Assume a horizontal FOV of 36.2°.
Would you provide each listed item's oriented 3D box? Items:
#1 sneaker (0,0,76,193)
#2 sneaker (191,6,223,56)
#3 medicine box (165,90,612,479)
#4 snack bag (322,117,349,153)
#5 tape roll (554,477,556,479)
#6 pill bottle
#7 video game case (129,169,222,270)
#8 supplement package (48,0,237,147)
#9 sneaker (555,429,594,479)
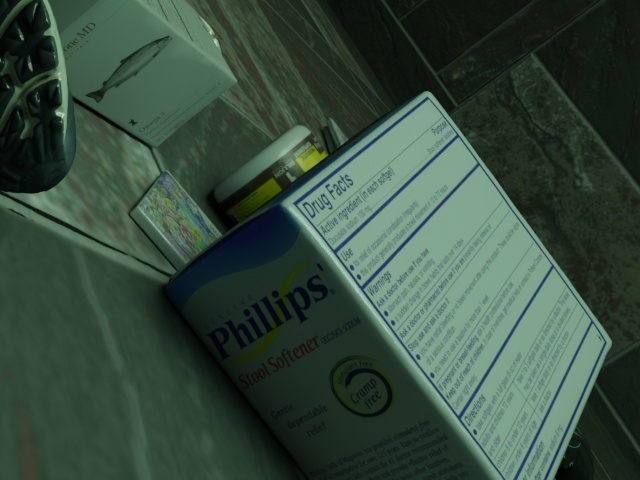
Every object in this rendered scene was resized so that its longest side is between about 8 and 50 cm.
[{"bbox_3d":[-0.212,-0.145,0.625,0.283,0.110,0.122,59,10,20],"label":"sneaker"},{"bbox_3d":[-0.186,-0.229,1.037,0.208,0.081,0.094,54,40,-14],"label":"sneaker"},{"bbox_3d":[0.071,0.063,0.794,0.289,0.149,0.263,53,37,-3],"label":"medicine box"},{"bbox_3d":[0.119,-0.039,1.701,0.323,0.037,0.342,49,14,-23],"label":"snack bag"},{"bbox_3d":[0.204,0.275,1.080,0.189,0.080,0.189,50,12,-15],"label":"tape roll"},{"bbox_3d":[0.000,0.000,0.978,0.215,0.117,0.117,52,13,-7],"label":"pill bottle"},{"bbox_3d":[-0.117,-0.010,0.827,0.087,0.011,0.122,51,13,-13],"label":"video game case"},{"bbox_3d":[-0.174,-0.176,0.846,0.179,0.105,0.105,32,25,-58],"label":"supplement package"},{"bbox_3d":[0.314,0.300,1.442,0.267,0.101,0.106,49,35,-22],"label":"sneaker"}]
